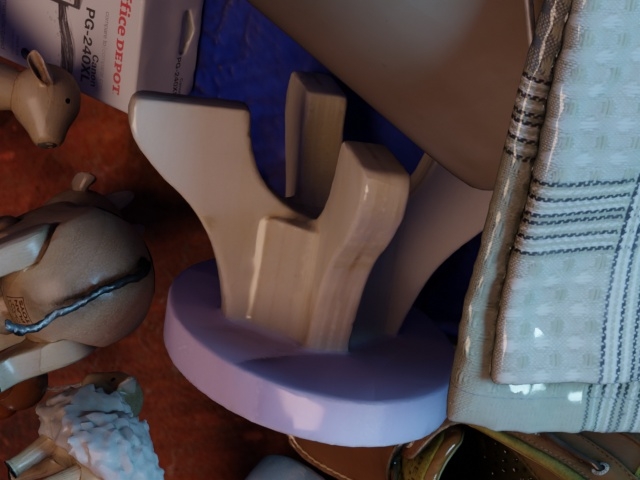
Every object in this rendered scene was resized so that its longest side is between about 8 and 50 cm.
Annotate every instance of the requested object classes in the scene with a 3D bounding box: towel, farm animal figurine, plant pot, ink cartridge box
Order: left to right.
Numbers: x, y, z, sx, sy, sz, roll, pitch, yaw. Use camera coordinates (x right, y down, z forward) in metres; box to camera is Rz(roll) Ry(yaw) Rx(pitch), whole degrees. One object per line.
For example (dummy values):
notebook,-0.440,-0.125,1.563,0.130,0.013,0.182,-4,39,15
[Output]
farm animal figurine,-0.198,-0.010,1.226,0.327,0.172,0.330,41,150,55
ink cartridge box,-0.159,-0.166,1.254,0.150,0.063,0.109,25,121,29
plant pot,0.076,-0.191,0.937,0.323,0.323,0.280,-23,109,41
towel,0.236,-0.034,0.871,0.056,0.312,0.324,-117,33,-55

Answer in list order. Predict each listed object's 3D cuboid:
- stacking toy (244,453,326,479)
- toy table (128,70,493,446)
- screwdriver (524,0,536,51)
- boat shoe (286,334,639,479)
stacking toy,0.050,0.295,1.276,0.309,0.130,0.279,36,152,25
toy table,0.000,0.000,1.096,0.274,0.252,0.161,-140,56,-61
screwdriver,0.101,-0.070,0.854,0.025,0.024,0.170,-118,13,-56
boat shoe,0.086,0.130,1.151,0.307,0.104,0.110,4,110,37
